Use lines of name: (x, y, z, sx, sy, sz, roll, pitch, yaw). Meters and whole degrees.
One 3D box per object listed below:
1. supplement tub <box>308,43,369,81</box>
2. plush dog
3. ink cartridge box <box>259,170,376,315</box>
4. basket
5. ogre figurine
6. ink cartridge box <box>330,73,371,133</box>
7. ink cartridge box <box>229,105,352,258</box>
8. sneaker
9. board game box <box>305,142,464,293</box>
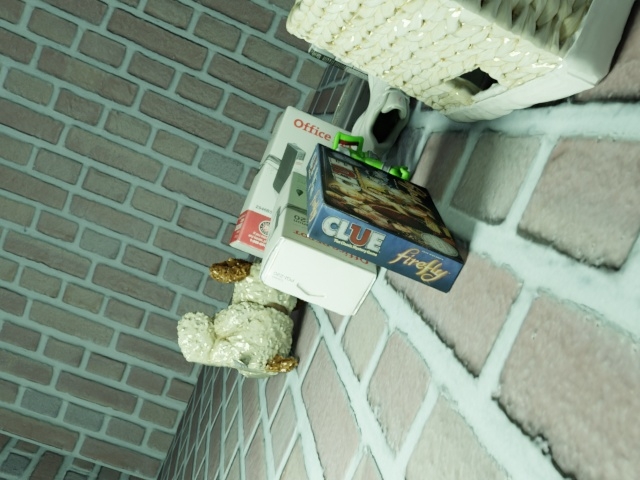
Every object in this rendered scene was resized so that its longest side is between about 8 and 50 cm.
supplement tub: (0.081, -0.389, 1.404, 0.117, 0.190, 0.117, -159, 90, -80)
plush dog: (-0.119, 0.144, 1.375, 0.210, 0.262, 0.225, -7, 66, 40)
ink cartridge box: (0.000, 0.000, 1.107, 0.218, 0.158, 0.092, -85, 20, -57)
basket: (0.150, -0.325, 0.715, 0.328, 0.266, 0.331, -161, 91, -79)
ogre figurine: (0.064, -0.113, 1.125, 0.197, 0.118, 0.097, -93, 27, -69)
ink cartridge box: (0.078, -0.295, 1.602, 0.239, 0.060, 0.275, -125, 56, -79)
ink cartridge box: (-0.027, -0.085, 1.319, 0.114, 0.197, 0.273, 161, 129, -75)
sneaker: (0.128, -0.250, 1.217, 0.115, 0.090, 0.232, -154, 77, -73)
board game box: (0.065, -0.037, 0.831, 0.243, 0.165, 0.042, -95, 28, -67)
